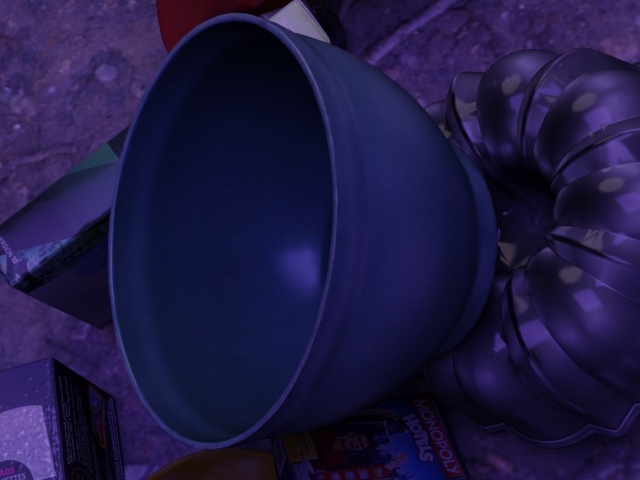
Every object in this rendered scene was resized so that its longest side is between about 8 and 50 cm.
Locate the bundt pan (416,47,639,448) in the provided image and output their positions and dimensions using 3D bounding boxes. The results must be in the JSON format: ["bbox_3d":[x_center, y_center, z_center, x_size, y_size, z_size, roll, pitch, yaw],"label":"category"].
[{"bbox_3d":[0.163,-0.009,0.991,0.331,0.124,0.331,-18,62,38],"label":"bundt pan"}]

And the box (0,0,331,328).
[{"bbox_3d":[-0.115,-0.054,1.097,0.322,0.232,0.058,-39,76,-1],"label":"box"}]

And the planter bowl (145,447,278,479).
[{"bbox_3d":[-0.065,0.282,1.010,0.217,0.090,0.217,10,44,-9],"label":"planter bowl"}]

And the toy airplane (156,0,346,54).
[{"bbox_3d":[-0.032,-0.352,1.108,0.384,0.386,0.272,-40,77,-3],"label":"toy airplane"}]

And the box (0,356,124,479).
[{"bbox_3d":[-0.310,0.222,1.091,0.247,0.142,0.163,-16,66,9],"label":"box"}]

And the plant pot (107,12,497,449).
[{"bbox_3d":[0.000,0.000,0.903,0.293,0.196,0.293,-9,78,53],"label":"plant pot"}]

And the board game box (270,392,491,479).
[{"bbox_3d":[0.073,0.218,1.007,0.194,0.060,0.194,-2,45,-18],"label":"board game box"}]
